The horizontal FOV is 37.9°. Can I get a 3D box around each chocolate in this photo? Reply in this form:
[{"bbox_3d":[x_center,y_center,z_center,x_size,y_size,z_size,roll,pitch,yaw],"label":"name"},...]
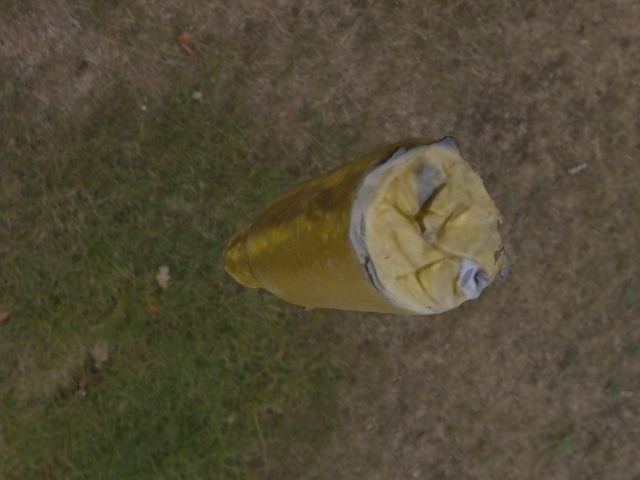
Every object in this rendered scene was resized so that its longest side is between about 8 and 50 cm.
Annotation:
[{"bbox_3d":[0.000,0.000,0.495,0.085,0.219,0.086,2,85,-27],"label":"chocolate"}]
